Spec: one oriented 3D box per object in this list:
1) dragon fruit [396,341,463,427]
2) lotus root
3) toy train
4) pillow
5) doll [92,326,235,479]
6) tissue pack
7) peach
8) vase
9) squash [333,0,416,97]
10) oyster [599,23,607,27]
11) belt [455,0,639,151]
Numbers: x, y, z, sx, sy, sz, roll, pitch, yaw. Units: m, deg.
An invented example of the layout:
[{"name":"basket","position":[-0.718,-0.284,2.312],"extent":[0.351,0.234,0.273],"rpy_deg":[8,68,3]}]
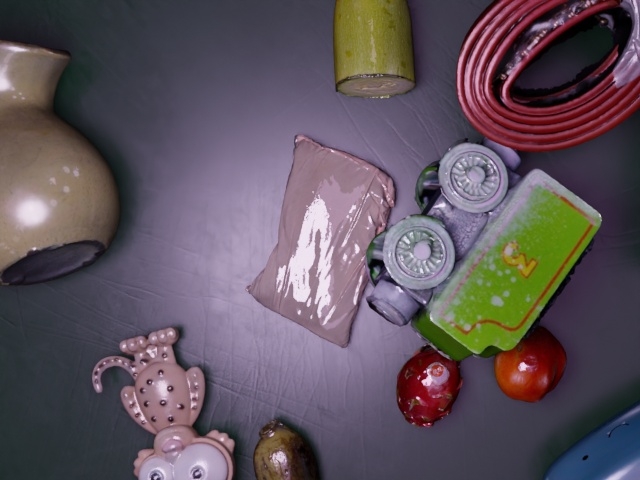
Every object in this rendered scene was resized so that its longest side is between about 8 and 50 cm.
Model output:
[{"name":"dragon fruit","position":[0.166,0.174,1.849],"extent":[0.094,0.094,0.190],"rpy_deg":[24,87,4]},{"name":"lotus root","position":[-0.044,0.343,1.863],"extent":[0.081,0.089,0.179],"rpy_deg":[-12,94,47]},{"name":"toy train","position":[0.212,0.018,1.784],"extent":[0.249,0.173,0.307],"rpy_deg":[38,76,0]},{"name":"pillow","position":[0.000,0.000,1.869],"extent":[0.173,0.067,0.270],"rpy_deg":[19,91,9]},{"name":"doll","position":[-0.217,0.265,1.865],"extent":[0.154,0.119,0.278],"rpy_deg":[-24,84,1]},{"name":"tissue pack","position":[0.451,0.329,1.768],"extent":[0.287,0.206,0.198],"rpy_deg":[-33,89,5]},{"name":"peach","position":[0.293,0.171,1.832],"extent":[0.101,0.101,0.100],"rpy_deg":[0,90,4]},{"name":"vase","position":[-0.454,-0.083,1.847],"extent":[0.329,0.241,0.302],"rpy_deg":[-29,75,30]},{"name":"squash","position":[0.070,-0.300,1.839],"extent":[0.123,0.123,0.186],"rpy_deg":[-5,87,4]},{"name":"oyster","position":[0.358,-0.391,1.807],"extent":[0.337,0.133,0.197],"rpy_deg":[9,89,10]},{"name":"belt","position":[0.332,-0.251,1.721],"extent":[0.324,0.115,0.227],"rpy_deg":[-30,100,13]}]
